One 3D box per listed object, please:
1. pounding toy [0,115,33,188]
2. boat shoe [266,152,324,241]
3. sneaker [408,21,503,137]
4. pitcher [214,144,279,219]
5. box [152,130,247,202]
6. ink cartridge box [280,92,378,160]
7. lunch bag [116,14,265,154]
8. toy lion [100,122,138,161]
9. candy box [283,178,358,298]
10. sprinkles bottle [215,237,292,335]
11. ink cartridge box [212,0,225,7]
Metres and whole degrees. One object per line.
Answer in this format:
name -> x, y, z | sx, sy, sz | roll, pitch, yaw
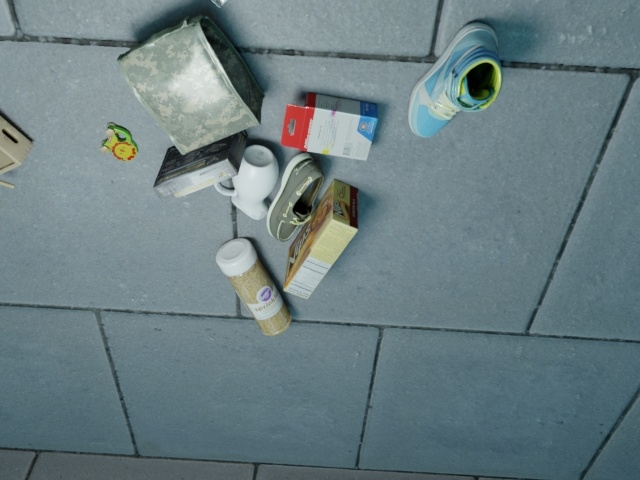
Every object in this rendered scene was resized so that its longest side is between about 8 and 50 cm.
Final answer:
pounding toy -> -0.892, -0.233, 1.754 | 0.206, 0.094, 0.181 | -16, 135, 29
boat shoe -> -0.069, -0.100, 1.797 | 0.109, 0.091, 0.305 | -20, 146, -39
sneaker -> 0.309, -0.333, 1.504 | 0.127, 0.208, 0.319 | 17, 132, -14
pitcher -> -0.207, -0.172, 1.756 | 0.177, 0.125, 0.207 | 24, 143, 2
box -> -0.312, -0.207, 1.675 | 0.231, 0.183, 0.056 | -18, 129, 18
ink cartridge box -> 0.021, -0.295, 1.644 | 0.231, 0.078, 0.134 | 9, 132, -5
lunch bag -> -0.306, -0.382, 1.525 | 0.235, 0.169, 0.287 | -18, 133, 19
toy lion -> -0.544, -0.262, 1.744 | 0.096, 0.034, 0.100 | 16, 131, -21
candy box -> 0.000, 0.000, 1.845 | 0.087, 0.183, 0.316 | 22, 130, -15
sprinkles bottle -> -0.206, 0.154, 2.043 | 0.121, 0.121, 0.355 | -13, 131, 15
ink cartridge box -> -0.224, -0.555, 1.416 | 0.028, 0.083, 0.048 | -33, 123, 29
